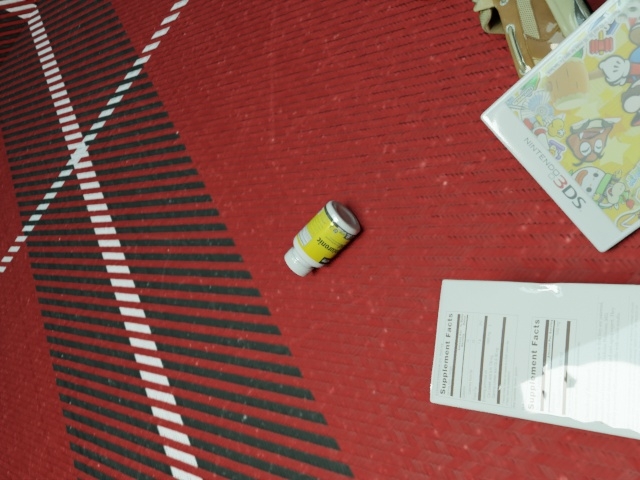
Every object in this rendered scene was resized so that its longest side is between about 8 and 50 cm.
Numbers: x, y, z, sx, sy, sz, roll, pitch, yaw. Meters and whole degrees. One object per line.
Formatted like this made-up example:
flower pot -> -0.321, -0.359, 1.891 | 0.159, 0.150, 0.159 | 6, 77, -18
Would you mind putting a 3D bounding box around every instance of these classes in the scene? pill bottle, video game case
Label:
pill bottle -> 0.000, 0.000, 0.910 | 0.116, 0.065, 0.065 | -45, 53, 22
video game case -> 0.325, -0.135, 0.638 | 0.227, 0.026, 0.206 | -43, 82, 23

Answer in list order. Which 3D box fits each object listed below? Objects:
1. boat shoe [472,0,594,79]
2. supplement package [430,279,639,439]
boat shoe -> 0.249, -0.318, 0.760 | 0.119, 0.122, 0.324 | -32, 57, 33
supplement package -> 0.254, 0.119, 0.607 | 0.244, 0.139, 0.134 | -2, 75, 41
